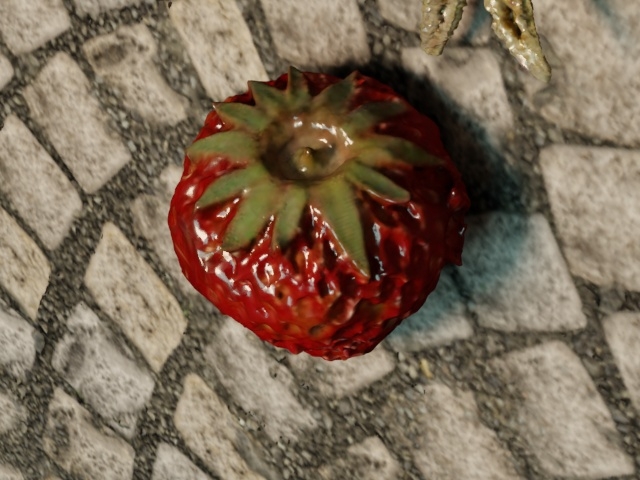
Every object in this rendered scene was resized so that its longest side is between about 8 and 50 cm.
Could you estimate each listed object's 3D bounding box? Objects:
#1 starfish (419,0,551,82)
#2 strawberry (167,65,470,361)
[{"bbox_3d":[0.085,-0.235,1.139,0.301,0.084,0.293,-19,106,56],"label":"starfish"},{"bbox_3d":[0.000,0.000,1.349,0.205,0.205,0.244,37,160,23],"label":"strawberry"}]
